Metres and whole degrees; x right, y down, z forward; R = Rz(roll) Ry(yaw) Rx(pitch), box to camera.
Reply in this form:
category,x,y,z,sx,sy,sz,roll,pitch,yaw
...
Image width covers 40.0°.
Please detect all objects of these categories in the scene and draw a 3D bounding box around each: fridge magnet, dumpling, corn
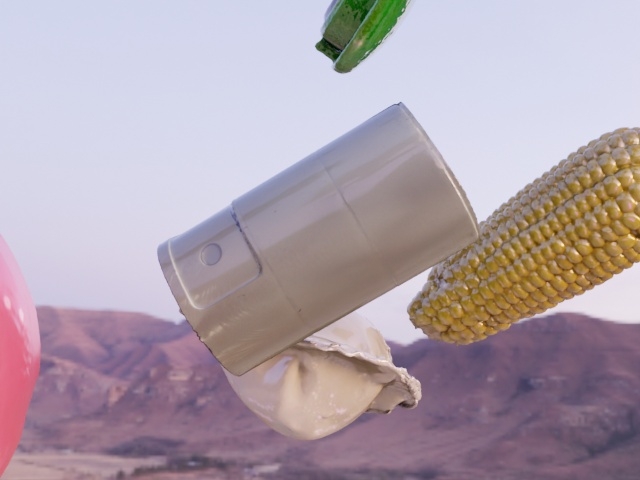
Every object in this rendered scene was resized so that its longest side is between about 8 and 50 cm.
category,x,y,z,sx,sy,sz,roll,pitch,yaw
fridge magnet,0.069,-0.299,1.077,0.088,0.208,0.208,33,-14,-7
dumpling,-0.028,0.106,0.820,0.247,0.142,0.172,15,-18,16
corn,0.238,0.001,0.916,0.347,0.130,0.130,-36,-27,25

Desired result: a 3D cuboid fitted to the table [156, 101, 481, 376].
category,x,y,z,sx,sy,sz,roll,pitch,yaw
table,0.000,0.000,0.690,0.220,0.126,0.126,-31,-13,3

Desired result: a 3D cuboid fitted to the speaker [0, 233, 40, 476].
category,x,y,z,sx,sy,sz,roll,pitch,yaw
speaker,-0.319,0.081,0.549,0.294,0.294,0.294,1,-9,0
